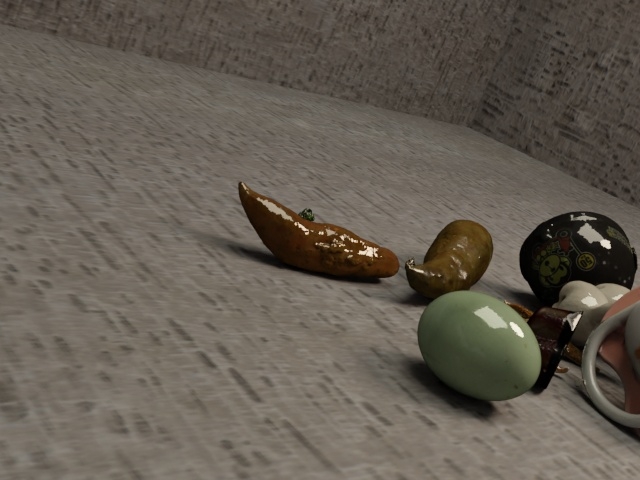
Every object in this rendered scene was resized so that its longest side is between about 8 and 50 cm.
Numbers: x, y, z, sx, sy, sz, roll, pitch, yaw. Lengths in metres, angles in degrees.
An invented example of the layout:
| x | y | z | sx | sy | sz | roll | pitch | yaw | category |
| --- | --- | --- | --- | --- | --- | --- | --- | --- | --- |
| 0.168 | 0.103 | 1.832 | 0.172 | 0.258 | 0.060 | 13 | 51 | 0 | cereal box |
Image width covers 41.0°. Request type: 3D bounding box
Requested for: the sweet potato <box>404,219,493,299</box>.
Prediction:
| x | y | z | sx | sy | sz | roll | pitch | yaw | category |
| --- | --- | --- | --- | --- | --- | --- | --- | --- | --- |
| 0.259 | 0.045 | 1.706 | 0.130 | 0.131 | 0.422 | 26 | 23 | 18 | sweet potato |

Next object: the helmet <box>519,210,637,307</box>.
| x | y | z | sx | sy | sz | roll | pitch | yaw | category |
| --- | --- | --- | --- | --- | --- | --- | --- | --- | --- |
| 0.559 | 0.078 | 1.813 | 0.279 | 0.230 | 0.160 | 38 | 29 | -23 | helmet |

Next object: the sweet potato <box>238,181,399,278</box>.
| x | y | z | sx | sy | sz | roll | pitch | yaw | category |
| --- | --- | --- | --- | --- | --- | --- | --- | --- | --- |
| -0.006 | 0.011 | 1.554 | 0.354 | 0.095 | 0.106 | 25 | 59 | -22 | sweet potato |

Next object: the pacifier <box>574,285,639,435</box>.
| x | y | z | sx | sy | sz | roll | pitch | yaw | category |
| --- | --- | --- | --- | --- | --- | --- | --- | --- | --- |
| 0.597 | 0.207 | 1.413 | 0.273 | 0.220 | 0.332 | 15 | 39 | -21 | pacifier |

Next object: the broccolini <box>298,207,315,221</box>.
| x | y | z | sx | sy | sz | roll | pitch | yaw | category |
| --- | --- | --- | --- | --- | --- | --- | --- | --- | --- |
| -0.039 | -0.034 | 1.780 | 0.035 | 0.030 | 0.140 | 55 | 19 | -10 | broccolini |

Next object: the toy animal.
| x | y | z | sx | sy | sz | roll | pitch | yaw | category |
| --- | --- | --- | --- | --- | --- | --- | --- | --- | --- |
| 0.541 | 0.150 | 1.634 | 0.178 | 0.128 | 0.193 | 16 | 8 | 34 | toy animal |

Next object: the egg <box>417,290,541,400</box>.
| x | y | z | sx | sy | sz | roll | pitch | yaw | category |
| --- | --- | --- | --- | --- | --- | --- | --- | --- | --- |
| 0.234 | 0.156 | 1.269 | 0.192 | 0.149 | 0.149 | 33 | 20 | 18 | egg |

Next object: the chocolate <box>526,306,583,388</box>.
| x | y | z | sx | sy | sz | roll | pitch | yaw | category |
| --- | --- | --- | --- | --- | --- | --- | --- | --- | --- |
| 0.370 | 0.172 | 1.431 | 0.080 | 0.149 | 0.125 | 25 | -19 | 17 | chocolate |

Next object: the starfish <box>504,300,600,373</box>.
| x | y | z | sx | sy | sz | roll | pitch | yaw | category |
| --- | --- | --- | --- | --- | --- | --- | --- | --- | --- |
| 0.403 | 0.176 | 1.571 | 0.238 | 0.057 | 0.213 | 18 | 24 | -4 | starfish |
